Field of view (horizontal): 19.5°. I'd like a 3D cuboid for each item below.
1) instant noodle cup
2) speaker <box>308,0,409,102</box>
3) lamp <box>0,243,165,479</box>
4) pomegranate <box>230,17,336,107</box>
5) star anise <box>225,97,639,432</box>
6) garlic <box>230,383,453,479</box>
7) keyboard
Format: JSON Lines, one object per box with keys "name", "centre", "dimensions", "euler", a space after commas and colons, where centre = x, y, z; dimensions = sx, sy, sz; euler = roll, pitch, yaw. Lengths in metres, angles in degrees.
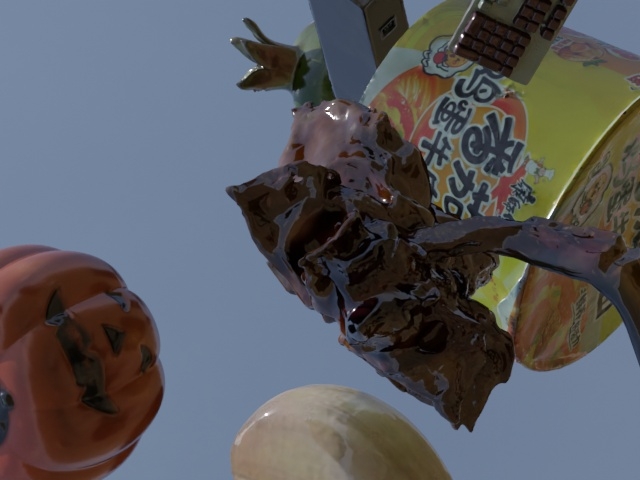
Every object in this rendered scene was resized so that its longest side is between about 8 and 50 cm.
{"name": "instant noodle cup", "centre": [0.156, -0.058, 1.425], "dimensions": [0.264, 0.200, 0.264], "euler": [-37, -33, -30]}
{"name": "speaker", "centre": [0.036, -0.169, 1.565], "dimensions": [0.044, 0.082, 0.218], "euler": [-44, -26, -13]}
{"name": "lamp", "centre": [-0.202, 0.093, 1.380], "dimensions": [0.164, 0.188, 0.187], "euler": [-23, -64, -48]}
{"name": "pomegranate", "centre": [0.000, -0.172, 1.964], "dimensions": [0.191, 0.152, 0.131], "euler": [6, -66, -16]}
{"name": "star anise", "centre": [0.082, 0.030, 1.132], "dimensions": [0.148, 0.346, 0.237], "euler": [-60, -30, -1]}
{"name": "garlic", "centre": [0.011, 0.232, 1.554], "dimensions": [0.110, 0.228, 0.217], "euler": [-17, -66, -62]}
{"name": "keyboard", "centre": [0.129, -0.157, 1.003], "dimensions": [0.017, 0.055, 0.166], "euler": [-88, 23, -55]}
